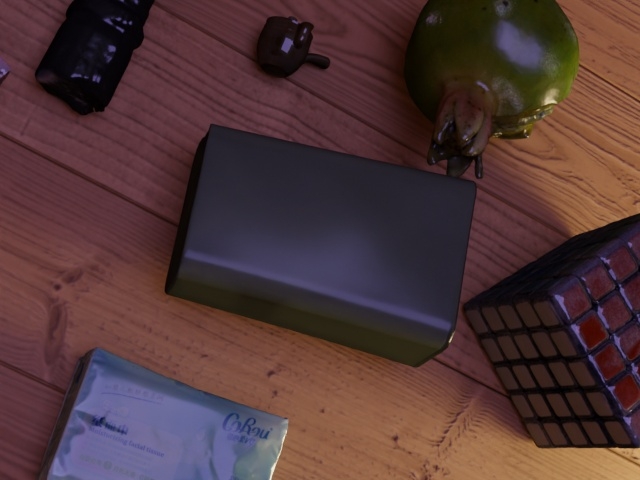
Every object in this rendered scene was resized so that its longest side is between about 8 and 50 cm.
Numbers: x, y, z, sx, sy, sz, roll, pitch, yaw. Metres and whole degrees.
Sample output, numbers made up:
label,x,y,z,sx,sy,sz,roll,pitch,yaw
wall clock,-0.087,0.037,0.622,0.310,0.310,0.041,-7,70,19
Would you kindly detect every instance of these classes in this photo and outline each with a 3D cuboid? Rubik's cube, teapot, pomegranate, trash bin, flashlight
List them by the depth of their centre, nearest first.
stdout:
label,x,y,z,sx,sy,sz,roll,pitch,yaw
trash bin,0.000,0.000,1.664,0.343,0.158,0.223,16,70,-12
flashlight,-0.226,-0.355,1.693,0.103,0.103,0.424,29,70,-16
pomegranate,0.207,-0.211,1.761,0.236,0.236,0.302,43,51,-11
teapot,-0.027,-0.247,1.767,0.110,0.085,0.080,32,71,-36
Rubik's cube,0.374,0.122,1.785,0.237,0.237,0.238,-31,93,-25

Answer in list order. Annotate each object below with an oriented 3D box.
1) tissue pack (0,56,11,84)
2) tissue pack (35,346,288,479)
label,x,y,z,sx,sy,sz,roll,pitch,yaw
tissue pack,-0.499,-0.166,1.545,0.148,0.092,0.246,47,68,-8
tissue pack,-0.186,0.254,1.608,0.263,0.089,0.177,24,71,-18
